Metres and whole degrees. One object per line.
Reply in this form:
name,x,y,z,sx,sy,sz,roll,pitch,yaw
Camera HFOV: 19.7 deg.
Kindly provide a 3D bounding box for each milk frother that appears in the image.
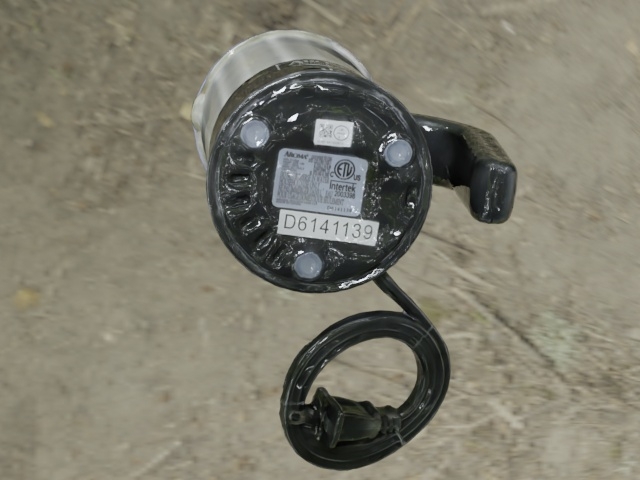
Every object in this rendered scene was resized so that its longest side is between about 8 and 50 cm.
milk frother,0.000,0.000,0.744,0.129,0.135,0.143,24,100,-10
